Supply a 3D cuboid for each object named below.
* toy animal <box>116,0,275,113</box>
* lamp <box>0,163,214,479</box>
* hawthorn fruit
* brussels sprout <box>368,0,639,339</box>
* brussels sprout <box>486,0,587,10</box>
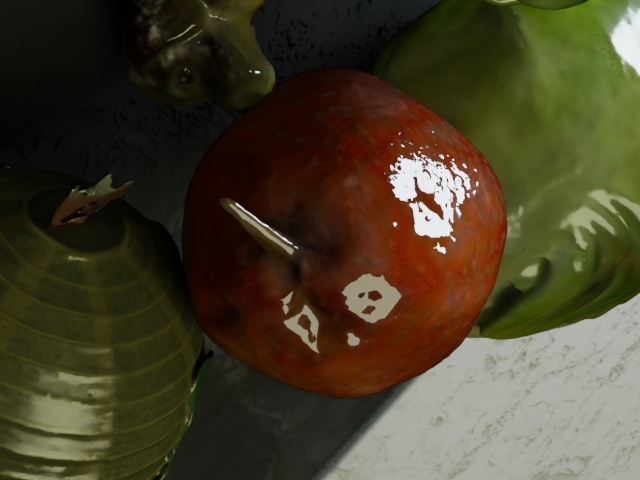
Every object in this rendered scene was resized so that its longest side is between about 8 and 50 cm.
[{"bbox_3d":[-0.060,-0.190,1.048,0.168,0.121,0.233,-20,136,-11],"label":"toy animal"},{"bbox_3d":[-0.188,0.053,1.052,0.250,0.250,0.284,-7,139,-38],"label":"lamp"},{"bbox_3d":[0.000,0.000,1.017,0.210,0.210,0.262,-56,165,17],"label":"hawthorn fruit"},{"bbox_3d":[0.162,-0.052,1.253,0.344,0.268,0.344,-30,150,-20],"label":"brussels sprout"},{"bbox_3d":[0.150,-0.268,0.991,0.328,0.247,0.328,-18,180,0],"label":"brussels sprout"}]
